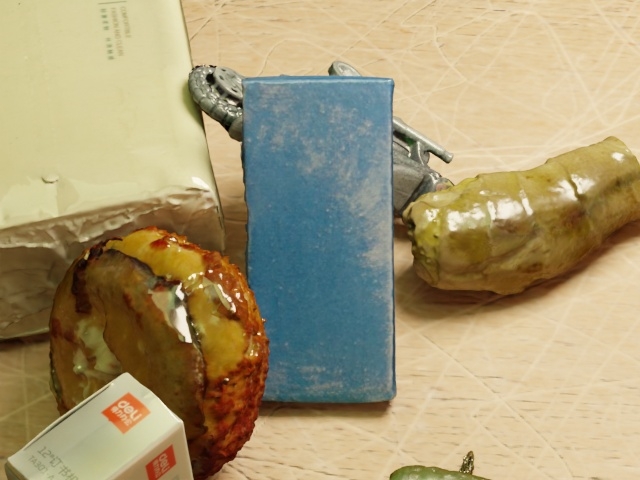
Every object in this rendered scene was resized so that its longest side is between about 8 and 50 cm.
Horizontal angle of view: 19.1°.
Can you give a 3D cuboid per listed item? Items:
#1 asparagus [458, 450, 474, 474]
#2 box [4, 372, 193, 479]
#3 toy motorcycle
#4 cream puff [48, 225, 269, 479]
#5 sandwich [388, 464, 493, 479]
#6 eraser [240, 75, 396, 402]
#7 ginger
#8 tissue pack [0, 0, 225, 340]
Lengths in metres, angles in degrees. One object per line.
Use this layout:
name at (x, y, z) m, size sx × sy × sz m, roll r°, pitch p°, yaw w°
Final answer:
asparagus at (0.118, 0.259, 1.718) m, size 0.013 × 0.016 × 0.166 m, roll -16°, pitch 42°, yaw 38°
box at (-0.175, 0.241, 1.597) m, size 0.135 × 0.269 × 0.079 m, roll -37°, pitch 57°, yaw -25°
toy motorcycle at (0.008, -0.092, 1.881) m, size 0.307 × 0.108 × 0.173 m, roll 12°, pitch 35°, yaw -39°
cream puff at (-0.141, 0.101, 1.743) m, size 0.164 × 0.240 × 0.240 m, roll -15°, pitch 47°, yaw -37°
sandwich at (0.108, 0.319, 1.572) m, size 0.250 × 0.162 × 0.301 m, roll 26°, pitch 58°, yaw 21°
eraser at (0.000, 0.000, 1.776) m, size 0.144 × 0.312 × 0.042 m, roll 0°, pitch 15°, yaw 5°
ginger at (0.207, -0.019, 1.879) m, size 0.263 × 0.109 × 0.116 m, roll -19°, pitch 46°, yaw -17°
tissue pack at (-0.262, -0.104, 1.928) m, size 0.297 × 0.207 × 0.380 m, roll -12°, pitch 50°, yaw -3°
